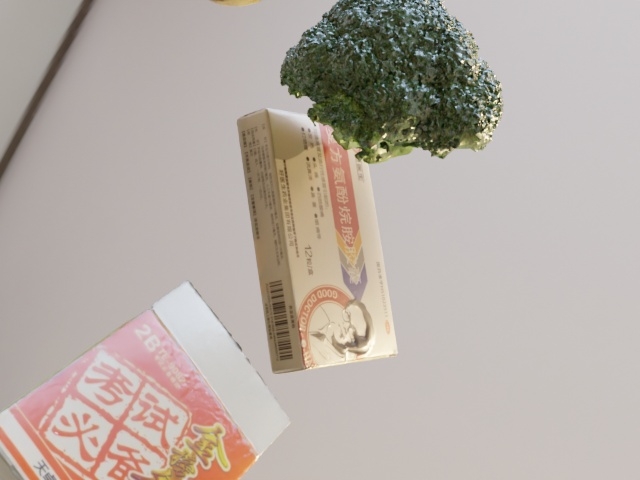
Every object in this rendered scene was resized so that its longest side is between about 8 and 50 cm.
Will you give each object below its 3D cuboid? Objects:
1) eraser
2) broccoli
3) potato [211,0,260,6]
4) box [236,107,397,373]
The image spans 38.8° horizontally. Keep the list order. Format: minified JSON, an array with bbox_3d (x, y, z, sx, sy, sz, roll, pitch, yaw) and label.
[{"bbox_3d":[-0.136,0.148,0.710,0.038,0.230,0.157,-34,-86,40],"label":"eraser"},{"bbox_3d":[0.092,-0.196,1.179,0.294,0.245,0.265,11,-123,15],"label":"broccoli"},{"bbox_3d":[-0.072,-0.279,0.859,0.170,0.080,0.107,7,-71,56],"label":"potato"},{"bbox_3d":[0.000,0.000,1.277,0.069,0.214,0.354,-13,-98,39],"label":"box"}]
